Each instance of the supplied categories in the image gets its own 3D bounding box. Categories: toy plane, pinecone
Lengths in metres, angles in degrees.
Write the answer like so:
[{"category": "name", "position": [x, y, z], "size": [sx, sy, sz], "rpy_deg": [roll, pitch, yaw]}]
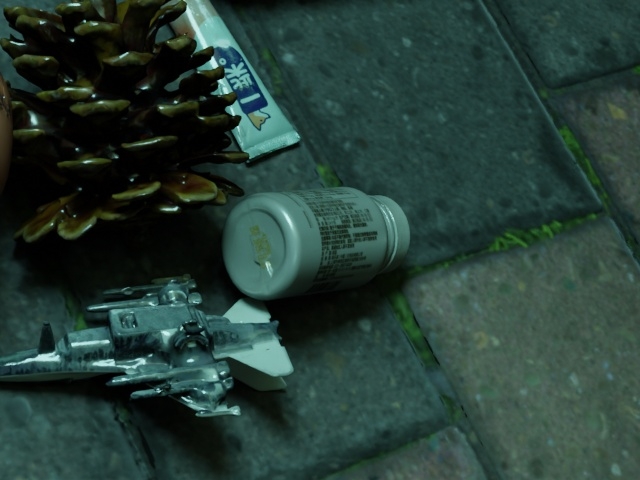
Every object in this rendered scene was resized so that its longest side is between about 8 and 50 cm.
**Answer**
[{"category": "toy plane", "position": [-0.122, 0.070, 1.064], "size": [0.234, 0.082, 0.160], "rpy_deg": [5, 33, -23]}, {"category": "pinecone", "position": [-0.154, -0.100, 1.096], "size": [0.185, 0.168, 0.212], "rpy_deg": [-19, 84, -47]}]

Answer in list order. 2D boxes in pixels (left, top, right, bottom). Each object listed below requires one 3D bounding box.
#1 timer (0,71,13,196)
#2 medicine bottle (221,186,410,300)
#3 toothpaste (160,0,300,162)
[{"category": "timer", "position": [-0.315, -0.078, 0.969], "size": [0.229, 0.229, 0.215], "rpy_deg": [-23, 79, -33]}, {"category": "medicine bottle", "position": [0.000, 0.000, 1.146], "size": [0.140, 0.079, 0.079], "rpy_deg": [-7, 63, -48]}, {"category": "toothpaste", "position": [-0.089, -0.157, 1.243], "size": [0.056, 0.036, 0.205], "rpy_deg": [-25, 78, -33]}]
